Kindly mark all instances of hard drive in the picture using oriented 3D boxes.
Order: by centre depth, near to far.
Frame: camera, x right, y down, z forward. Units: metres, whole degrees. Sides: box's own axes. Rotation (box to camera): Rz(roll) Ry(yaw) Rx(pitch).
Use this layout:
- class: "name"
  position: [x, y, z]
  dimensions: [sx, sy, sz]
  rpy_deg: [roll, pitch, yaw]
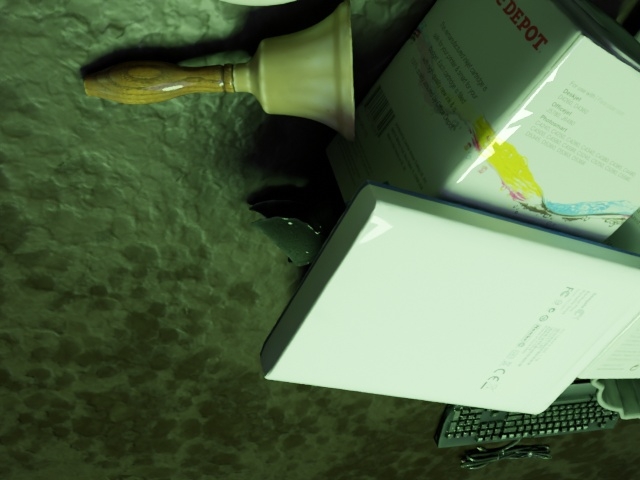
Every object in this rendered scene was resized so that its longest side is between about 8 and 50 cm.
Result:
- class: "hard drive"
  position: [0.132, 0.069, 0.732]
  dimensions: [0.319, 0.040, 0.210]
  rpy_deg: [13, 127, -27]

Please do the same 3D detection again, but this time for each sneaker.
- class: "sneaker"
  position: [0.000, 0.002, 0.903]
  dimensions: [0.089, 0.051, 0.170]
  rpy_deg: [-23, 139, 18]

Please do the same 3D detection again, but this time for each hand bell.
- class: "hand bell"
  position: [-0.091, -0.145, 0.723]
  dimensions: [0.242, 0.126, 0.126]
  rpy_deg: [-3, 133, 3]

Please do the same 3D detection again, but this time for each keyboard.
- class: "keyboard"
  position: [0.335, 0.304, 1.290]
  dimensions: [0.318, 0.033, 0.201]
  rpy_deg: [-2, 132, -14]

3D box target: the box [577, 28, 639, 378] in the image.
- class: "box"
  position: [0.368, -0.045, 0.841]
  dimensions: [0.168, 0.215, 0.345]
  rpy_deg: [6, 130, -33]

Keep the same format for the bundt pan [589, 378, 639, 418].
- class: "bundt pan"
  position: [0.512, 0.109, 1.084]
  dimensions: [0.331, 0.124, 0.330]
  rpy_deg: [-5, 138, -4]

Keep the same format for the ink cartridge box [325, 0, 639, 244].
- class: "ink cartridge box"
  position: [0.174, -0.097, 0.759]
  dimensions: [0.197, 0.198, 0.270]
  rpy_deg: [20, 124, -30]

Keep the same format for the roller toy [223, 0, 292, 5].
- class: "roller toy"
  position: [-0.046, -0.278, 0.565]
  dimensions: [0.191, 0.146, 0.209]
  rpy_deg: [21, 128, -21]
